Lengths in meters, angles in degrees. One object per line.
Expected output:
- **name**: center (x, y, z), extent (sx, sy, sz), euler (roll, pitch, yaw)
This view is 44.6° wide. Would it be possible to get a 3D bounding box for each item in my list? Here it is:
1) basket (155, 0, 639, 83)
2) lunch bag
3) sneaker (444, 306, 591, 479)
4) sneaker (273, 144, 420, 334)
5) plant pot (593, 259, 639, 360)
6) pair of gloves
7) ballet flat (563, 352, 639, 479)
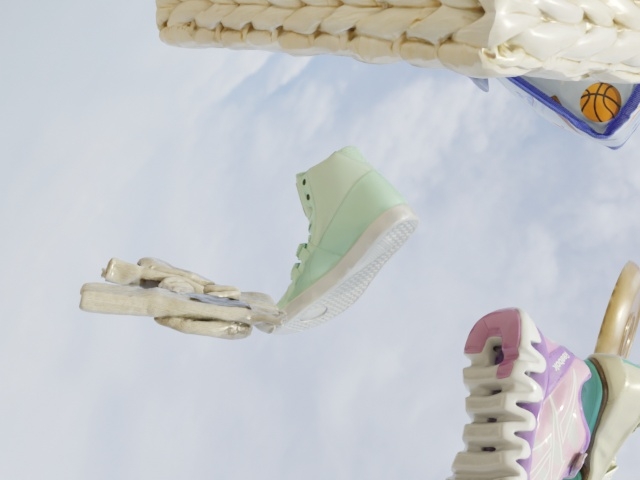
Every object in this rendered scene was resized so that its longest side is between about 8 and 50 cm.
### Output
- **basket**: center (0.098, -0.242, 0.481), extent (0.328, 0.331, 0.267), euler (20, -69, 47)
- **lunch bag**: center (0.322, -0.311, 1.143), extent (0.239, 0.385, 0.328), euler (-55, 165, 16)
- **sneaker**: center (0.163, 0.177, 0.620), extent (0.095, 0.104, 0.236), euler (-22, -130, 62)
- **sneaker**: center (0.001, 0.000, 0.972), extent (0.256, 0.094, 0.151), euler (-48, -120, 29)
- **plant pot**: center (0.481, 0.148, 1.253), extent (0.032, 0.236, 0.236), euler (16, -107, 29)
- **pair of gloves**: center (-0.139, 0.055, 0.829), extent (0.240, 0.204, 0.042), euler (-143, -114, -83)
- **ballet flat**: center (0.287, 0.215, 0.820), extent (0.086, 0.086, 0.248), euler (-98, -167, -49)
